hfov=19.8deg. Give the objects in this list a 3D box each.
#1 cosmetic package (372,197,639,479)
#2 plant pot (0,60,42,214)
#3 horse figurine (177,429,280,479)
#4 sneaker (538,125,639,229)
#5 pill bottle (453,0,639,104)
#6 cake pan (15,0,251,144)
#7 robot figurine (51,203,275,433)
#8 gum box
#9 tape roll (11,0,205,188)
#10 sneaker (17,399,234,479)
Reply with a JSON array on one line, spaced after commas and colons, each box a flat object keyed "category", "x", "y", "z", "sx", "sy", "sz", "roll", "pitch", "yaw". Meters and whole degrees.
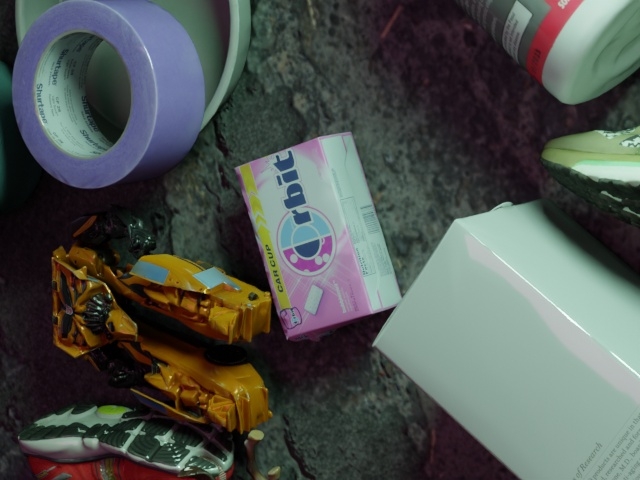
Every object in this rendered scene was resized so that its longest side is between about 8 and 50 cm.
[{"category": "cosmetic package", "x": 0.251, "y": 0.135, "z": 1.563, "sx": 0.365, "sy": 0.197, "sz": 0.155, "roll": 41, "pitch": 116, "yaw": 23}, {"category": "plant pot", "x": -0.439, "y": -0.099, "z": 1.946, "sx": 0.272, "sy": 0.255, "sz": 0.271, "roll": 5, "pitch": 100, "yaw": 33}, {"category": "horse figurine", "x": -0.016, "y": 0.293, "z": 1.826, "sx": 0.263, "sy": 0.066, "sz": 0.174, "roll": 21, "pitch": 129, "yaw": 15}, {"category": "sneaker", "x": 0.377, "y": -0.098, "z": 1.508, "sx": 0.410, "sy": 0.158, "sz": 0.182, "roll": -1, "pitch": 66, "yaw": 35}, {"category": "pill bottle", "x": 0.161, "y": -0.281, "z": 1.566, "sx": 0.318, "sy": 0.176, "sz": 0.176, "roll": 46, "pitch": 119, "yaw": 19}, {"category": "cake pan", "x": -0.189, "y": -0.228, "z": 1.881, "sx": 0.293, "sy": 0.054, "sz": 0.293, "roll": 6, "pitch": 101, "yaw": 32}, {"category": "robot figurine", "x": -0.174, "y": 0.083, "z": 1.887, "sx": 0.291, "sy": 0.085, "sz": 0.211, "roll": 19, "pitch": 119, "yaw": 34}, {"category": "gum box", "x": 0.000, "y": 0.000, "z": 1.786, "sx": 0.107, "sy": 0.062, "sz": 0.188, "roll": -18, "pitch": 88, "yaw": 35}, {"category": "tape roll", "x": -0.213, "y": -0.148, "z": 1.829, "sx": 0.189, "sy": 0.080, "sz": 0.189, "roll": 5, "pitch": 100, "yaw": 32}, {"category": "sneaker", "x": -0.196, "y": 0.241, "z": 1.952, "sx": 0.279, "sy": 0.107, "sz": 0.118, "roll": 1, "pitch": 117, "yaw": 37}]
